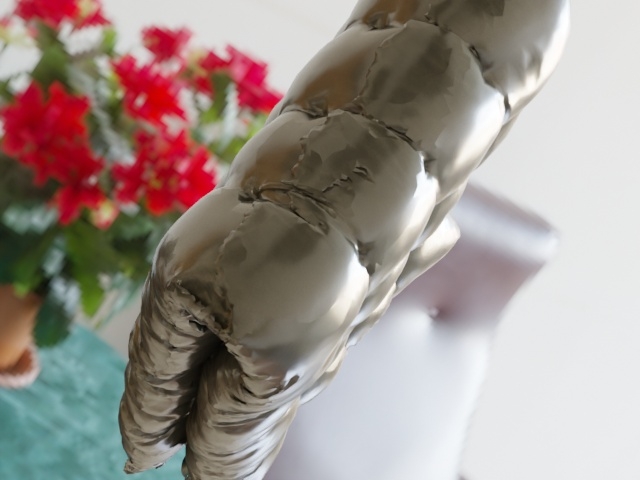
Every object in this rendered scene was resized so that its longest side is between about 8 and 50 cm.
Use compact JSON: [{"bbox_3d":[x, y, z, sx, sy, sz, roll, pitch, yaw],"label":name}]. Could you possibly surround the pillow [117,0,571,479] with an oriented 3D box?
[{"bbox_3d":[0.000,0.000,0.829,0.101,0.228,0.326,34,-21,6],"label":"pillow"}]
